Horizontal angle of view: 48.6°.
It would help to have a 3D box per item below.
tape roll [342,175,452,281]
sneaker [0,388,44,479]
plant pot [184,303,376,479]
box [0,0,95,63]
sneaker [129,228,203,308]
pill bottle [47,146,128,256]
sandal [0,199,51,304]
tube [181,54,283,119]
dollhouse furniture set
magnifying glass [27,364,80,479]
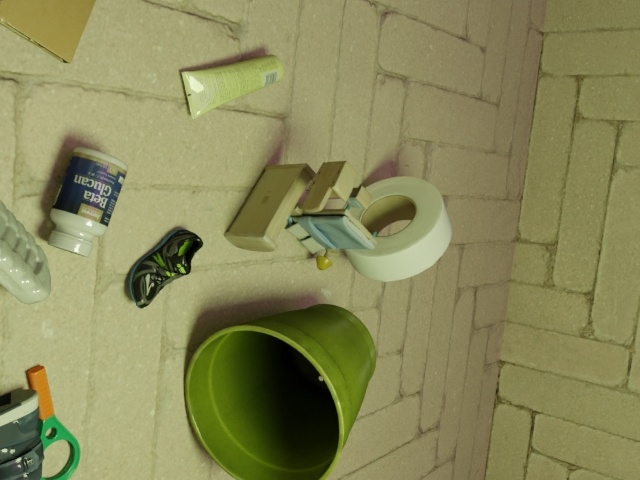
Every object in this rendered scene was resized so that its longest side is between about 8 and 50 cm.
[{"bbox_3d":[0.187,-0.034,1.818,0.286,0.286,0.100,-57,138,-28],"label":"tape roll"},{"bbox_3d":[-0.533,0.348,1.104,0.226,0.086,0.163,-17,109,-52],"label":"sneaker"},{"bbox_3d":[-0.047,0.304,1.573,0.353,0.366,0.366,-29,121,-61],"label":"plant pot"},{"bbox_3d":[-0.426,-0.407,1.114,0.164,0.021,0.201,30,74,-52],"label":"box"},{"bbox_3d":[-0.295,0.050,1.358,0.188,0.078,0.067,-53,136,-30],"label":"sneaker"},{"bbox_3d":[-0.392,-0.062,1.184,0.094,0.094,0.169,28,76,-53],"label":"pill bottle"},{"bbox_3d":[-0.528,-0.039,0.994,0.102,0.169,0.416,-26,130,0],"label":"sandal"},{"bbox_3d":[-0.179,-0.326,1.445,0.240,0.062,0.070,-31,79,-40],"label":"tube"},{"bbox_3d":[0.000,0.000,1.568,0.303,0.286,0.198,45,63,-36],"label":"dollhouse furniture set"},{"bbox_3d":[-0.474,0.326,1.235,0.092,0.026,0.231,-26,120,-48],"label":"magnifying glass"}]
